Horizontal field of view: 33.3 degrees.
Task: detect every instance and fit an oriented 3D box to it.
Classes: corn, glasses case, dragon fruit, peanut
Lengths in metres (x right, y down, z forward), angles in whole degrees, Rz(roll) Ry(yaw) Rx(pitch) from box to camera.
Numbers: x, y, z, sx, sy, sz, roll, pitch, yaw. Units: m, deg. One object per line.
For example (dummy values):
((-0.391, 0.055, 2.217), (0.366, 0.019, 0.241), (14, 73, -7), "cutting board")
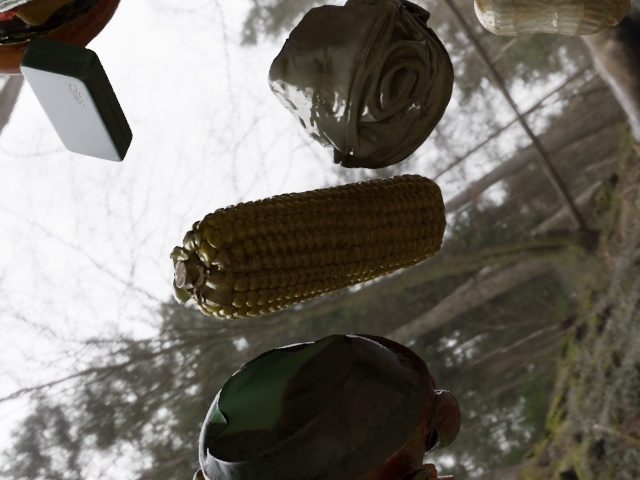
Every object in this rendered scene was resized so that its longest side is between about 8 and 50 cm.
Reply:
((0.000, 0.000, 1.331), (0.387, 0.144, 0.144), (-15, -107, -26), "corn")
((-0.265, -0.151, 1.179), (0.077, 0.184, 0.039), (13, -113, 10), "glasses case")
((-0.009, 0.193, 1.077), (0.268, 0.295, 0.130), (-103, -13, -55), "dragon fruit")
((0.307, -0.315, 1.428), (0.087, 0.206, 0.087), (4, -90, -67), "peanut")

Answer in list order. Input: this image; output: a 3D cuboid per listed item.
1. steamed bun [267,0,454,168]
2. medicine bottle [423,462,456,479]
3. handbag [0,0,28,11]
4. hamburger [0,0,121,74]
((0.073, -0.193, 1.273), (0.211, 0.144, 0.218), (-46, -59, -15), "steamed bun")
((0.084, 0.392, 1.480), (0.222, 0.112, 0.149), (-9, -122, 2), "medicine bottle")
((-0.200, -0.307, 0.699), (0.222, 0.263, 0.241), (34, -113, -39), "handbag")
((-0.384, -0.370, 1.238), (0.329, 0.250, 0.330), (6, -121, -10), "hamburger")
